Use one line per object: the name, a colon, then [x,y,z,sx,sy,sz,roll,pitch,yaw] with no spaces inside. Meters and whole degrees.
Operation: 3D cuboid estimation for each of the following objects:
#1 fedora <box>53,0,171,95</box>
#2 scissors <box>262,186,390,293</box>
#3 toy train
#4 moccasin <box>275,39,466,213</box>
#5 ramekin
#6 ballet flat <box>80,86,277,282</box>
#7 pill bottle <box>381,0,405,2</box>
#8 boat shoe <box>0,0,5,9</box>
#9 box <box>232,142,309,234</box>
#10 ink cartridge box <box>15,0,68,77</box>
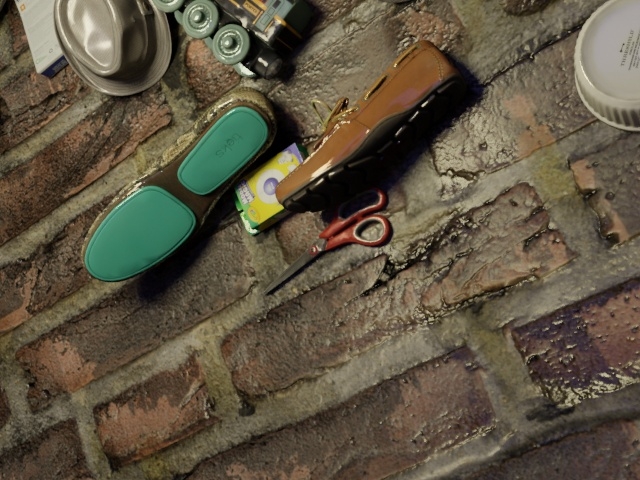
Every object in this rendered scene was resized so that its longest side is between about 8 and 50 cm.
fedora: [-0.441,-0.425,1.604,0.244,0.124,0.275,-11,106,11]
scissors: [0.000,0.000,1.453,0.297,0.021,0.108,-26,75,25]
toy train: [-0.175,-0.457,1.520,0.334,0.142,0.190,42,99,16]
moccasin: [0.067,-0.194,1.365,0.380,0.139,0.147,-44,61,14]
ramekin: [0.477,-0.272,1.173,0.207,0.109,0.207,-4,82,28]
ballet flat: [-0.269,-0.113,1.534,0.483,0.164,0.182,-43,23,13]
pill bottle: [0.128,-0.537,1.384,0.119,0.119,0.208,-12,79,27]
boat shoe: [-0.794,-0.585,1.843,0.367,0.136,0.156,-56,35,17]
box: [-0.090,-0.094,1.496,0.179,0.043,0.105,-33,70,23]
ink cartridge box: [-0.589,-0.524,1.809,0.223,0.045,0.223,-30,71,23]
